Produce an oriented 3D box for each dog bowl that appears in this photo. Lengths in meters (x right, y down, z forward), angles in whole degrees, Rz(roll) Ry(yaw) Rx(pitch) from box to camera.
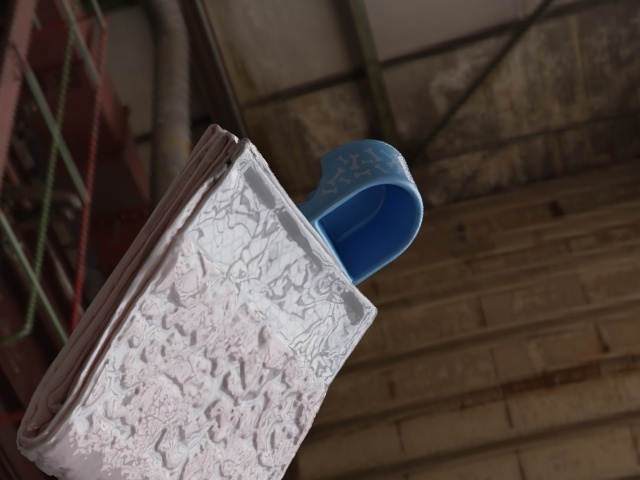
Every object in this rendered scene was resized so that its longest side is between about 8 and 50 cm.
[{"bbox_3d":[0.000,0.000,1.679,0.297,0.166,0.074,-34,-138,-3],"label":"dog bowl"}]

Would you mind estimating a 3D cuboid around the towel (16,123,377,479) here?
[{"bbox_3d":[-0.089,0.113,1.179,0.053,0.332,0.317,19,-111,35],"label":"towel"}]
